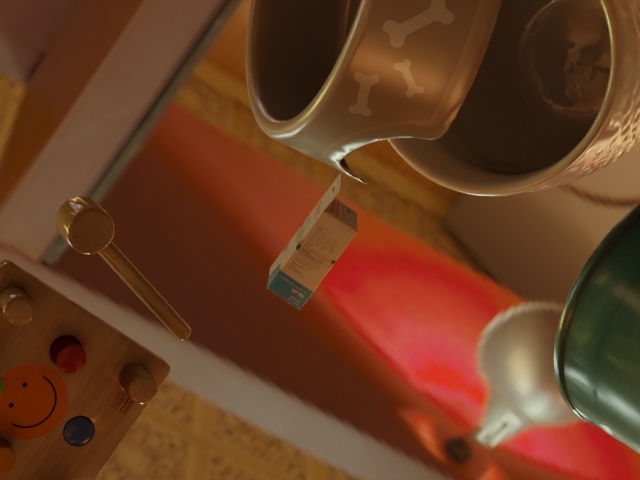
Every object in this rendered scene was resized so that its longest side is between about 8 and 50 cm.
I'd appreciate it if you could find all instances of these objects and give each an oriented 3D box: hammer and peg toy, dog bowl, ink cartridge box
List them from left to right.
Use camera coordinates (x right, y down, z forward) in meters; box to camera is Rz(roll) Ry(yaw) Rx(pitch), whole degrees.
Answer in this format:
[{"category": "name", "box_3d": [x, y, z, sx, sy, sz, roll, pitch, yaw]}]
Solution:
[{"category": "hammer and peg toy", "box_3d": [-0.309, 0.148, 1.993, 0.266, 0.361, 0.127, 37, 179, -25]}, {"category": "ink cartridge box", "box_3d": [0.000, 0.000, 1.113, 0.028, 0.083, 0.048, 34, -165, -9]}, {"category": "dog bowl", "box_3d": [0.037, -0.224, 1.414, 0.102, 0.349, 0.349, 13, -143, -21]}]

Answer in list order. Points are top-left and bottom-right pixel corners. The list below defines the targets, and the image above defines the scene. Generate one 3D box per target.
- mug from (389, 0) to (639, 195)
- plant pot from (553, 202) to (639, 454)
[{"category": "mug", "box_3d": [0.238, -0.243, 1.786, 0.276, 0.374, 0.328, 2, -174, 28]}, {"category": "plant pot", "box_3d": [0.387, 0.115, 1.459, 0.271, 0.272, 0.255, 12, -159, -40]}]
